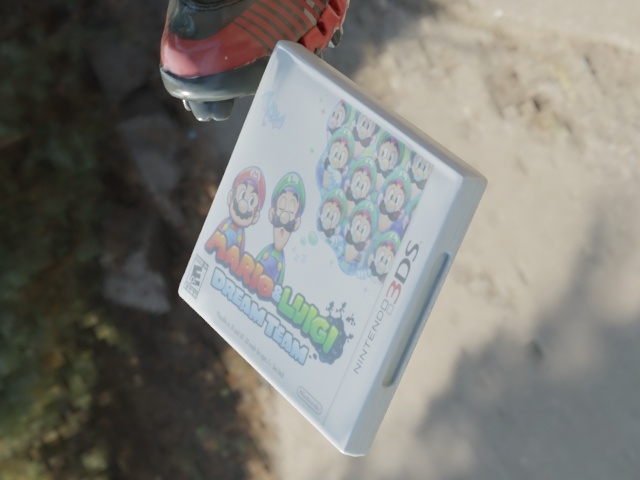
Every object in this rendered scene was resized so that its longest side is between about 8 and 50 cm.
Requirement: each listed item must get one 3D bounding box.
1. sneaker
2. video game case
[{"bbox_3d":[-0.025,-0.187,1.009,0.097,0.276,0.135,4,138,27],"label":"sneaker"},{"bbox_3d":[0.000,0.000,0.895,0.157,0.019,0.143,40,114,45],"label":"video game case"}]
